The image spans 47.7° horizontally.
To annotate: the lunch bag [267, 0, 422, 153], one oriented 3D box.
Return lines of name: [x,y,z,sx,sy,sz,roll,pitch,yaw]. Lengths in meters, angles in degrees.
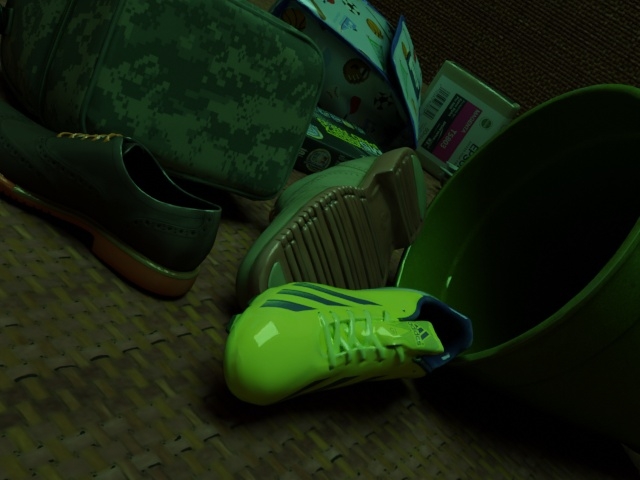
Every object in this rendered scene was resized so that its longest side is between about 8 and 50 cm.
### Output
lunch bag: [0.058,-0.363,1.494,0.385,0.239,0.327,37,32,-14]

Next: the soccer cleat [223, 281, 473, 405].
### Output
soccer cleat: [0.036,0.083,0.622,0.121,0.093,0.289,1,0,36]

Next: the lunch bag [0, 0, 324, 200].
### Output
lunch bag: [-0.190,-0.193,0.830,0.256,0.212,0.305,23,7,42]

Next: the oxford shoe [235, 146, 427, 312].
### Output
oxford shoe: [0.000,0.000,0.819,0.147,0.140,0.397,-5,15,28]

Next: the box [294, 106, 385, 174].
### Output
box: [-0.001,-0.173,1.253,0.270,0.060,0.216,20,24,-32]

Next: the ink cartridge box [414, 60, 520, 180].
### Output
ink cartridge box: [0.308,-0.263,1.665,0.193,0.234,0.088,37,21,13]

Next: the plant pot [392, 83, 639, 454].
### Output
plant pot: [0.336,0.072,0.849,0.353,0.366,0.366,37,18,-21]

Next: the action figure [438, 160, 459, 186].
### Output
action figure: [0.359,-0.096,1.572,0.285,0.099,0.185,1,44,-49]

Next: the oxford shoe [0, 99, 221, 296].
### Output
oxford shoe: [-0.207,-0.066,0.648,0.271,0.098,0.097,34,20,2]
